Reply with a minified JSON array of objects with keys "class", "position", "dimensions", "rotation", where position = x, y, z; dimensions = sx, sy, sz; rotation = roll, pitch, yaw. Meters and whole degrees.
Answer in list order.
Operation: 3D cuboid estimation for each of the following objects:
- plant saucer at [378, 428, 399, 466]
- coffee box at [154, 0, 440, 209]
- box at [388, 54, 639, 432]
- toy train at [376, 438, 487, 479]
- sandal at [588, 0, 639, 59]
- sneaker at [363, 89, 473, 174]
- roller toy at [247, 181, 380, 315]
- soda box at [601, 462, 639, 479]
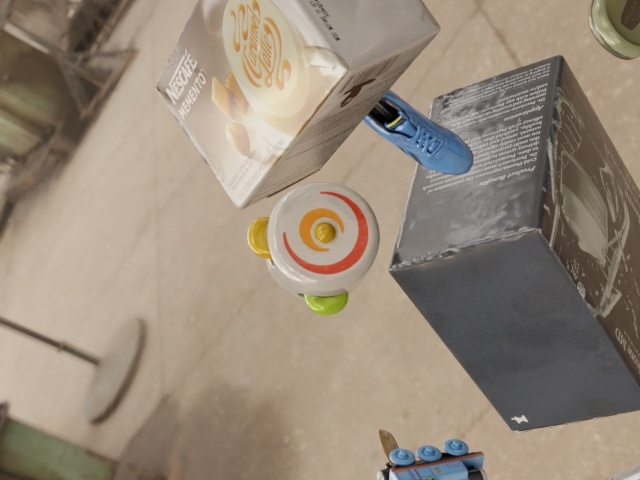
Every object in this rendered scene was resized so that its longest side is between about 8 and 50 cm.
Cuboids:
[{"class":"plant saucer","position":[0.131,0.381,2.056],"dimensions":[0.015,0.083,0.083],"rotation":[-26,34,10]},{"class":"coffee box","position":[-0.029,-0.144,0.900],"dimensions":[0.098,0.141,0.246],"rotation":[-30,-7,-30]},{"class":"box","position":[0.397,0.011,2.071],"dimensions":[0.297,0.480,0.471],"rotation":[-16,38,33]},{"class":"toy train","position":[0.186,0.385,1.826],"dimensions":[0.105,0.184,0.080],"rotation":[-127,36,-55]},{"class":"sandal","position":[0.422,-0.350,1.376],"dimensions":[0.302,0.120,0.086],"rotation":[-66,7,-25]},{"class":"sneaker","position":[0.139,-0.158,1.681],"dimensions":[0.069,0.209,0.082],"rotation":[-54,8,13]},{"class":"roller toy","position":[0.000,0.000,1.916],"dimensions":[0.191,0.209,0.146],"rotation":[-48,-6,-14]},{"class":"soda box","position":[0.499,0.411,1.810],"dimensions":[0.216,0.074,0.069],"rotation":[-32,-6,22]}]
